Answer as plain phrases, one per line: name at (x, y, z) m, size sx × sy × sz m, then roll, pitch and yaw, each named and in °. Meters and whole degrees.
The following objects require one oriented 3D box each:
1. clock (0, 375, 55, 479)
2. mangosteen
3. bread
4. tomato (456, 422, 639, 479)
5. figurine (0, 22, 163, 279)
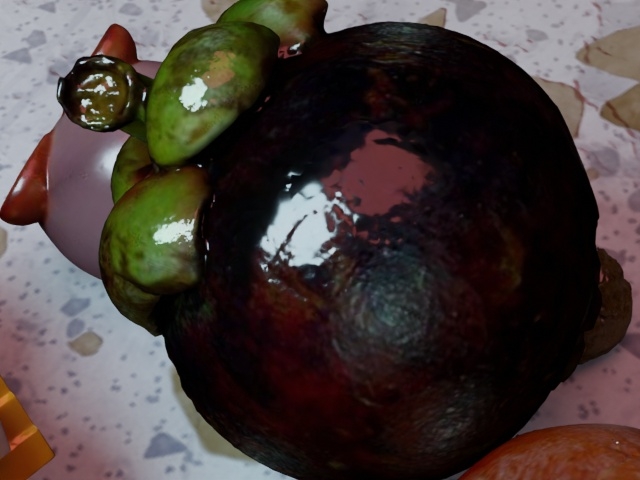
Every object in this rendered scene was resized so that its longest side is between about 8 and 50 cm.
clock at (-0.268, 0.084, 0.820) m, size 0.106 × 0.219 × 0.255 m, roll -38°, pitch 57°, yaw -26°
mangosteen at (0.019, 0.002, 0.796) m, size 0.311 × 0.311 × 0.311 m, roll -2°, pitch 49°, yaw 3°
bread at (0.166, 0.046, 0.921) m, size 0.113 × 0.060 × 0.082 m, roll -13°, pitch 47°, yaw -9°
tomato at (0.137, 0.198, 0.700) m, size 0.208 × 0.208 × 0.184 m, roll -38°, pitch 50°, yaw -25°
figurine at (-0.120, -0.043, 0.954) m, size 0.173 × 0.173 × 0.173 m, roll -2°, pitch 49°, yaw 3°
